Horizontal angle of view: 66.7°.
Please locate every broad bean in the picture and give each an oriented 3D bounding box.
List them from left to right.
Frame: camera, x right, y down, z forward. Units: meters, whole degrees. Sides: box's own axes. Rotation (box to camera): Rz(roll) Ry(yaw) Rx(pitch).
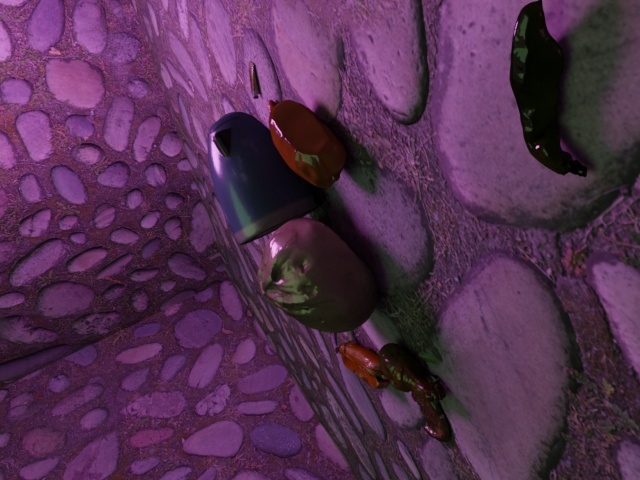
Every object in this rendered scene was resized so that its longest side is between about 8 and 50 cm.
[{"bbox_3d":[0.241,-0.157,0.532,0.061,0.046,0.195,3,123,57],"label":"broad bean"}]

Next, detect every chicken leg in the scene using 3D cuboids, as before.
[{"bbox_3d":[0.226,0.338,1.204,0.228,0.088,0.103,33,135,48],"label":"chicken leg"}]

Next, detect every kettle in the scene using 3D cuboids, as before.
[{"bbox_3d":[-0.177,-0.194,1.370,0.342,0.247,0.319,63,-164,0],"label":"kettle"}]

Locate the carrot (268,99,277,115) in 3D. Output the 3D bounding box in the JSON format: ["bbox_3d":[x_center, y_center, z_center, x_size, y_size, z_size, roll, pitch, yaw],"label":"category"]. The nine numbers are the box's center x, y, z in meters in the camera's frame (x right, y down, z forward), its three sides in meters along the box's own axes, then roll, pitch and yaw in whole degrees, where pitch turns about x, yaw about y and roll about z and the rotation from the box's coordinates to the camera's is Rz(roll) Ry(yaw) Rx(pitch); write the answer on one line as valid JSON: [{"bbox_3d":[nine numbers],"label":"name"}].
[{"bbox_3d":[-0.082,-0.261,1.264,0.271,0.062,0.066,55,165,29],"label":"carrot"}]

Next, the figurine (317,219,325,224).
[{"bbox_3d":[0.000,0.000,1.403,0.072,0.054,0.129,10,126,54],"label":"figurine"}]

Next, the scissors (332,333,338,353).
[{"bbox_3d":[0.042,0.276,1.601,0.133,0.020,0.187,94,171,-59],"label":"scissors"}]

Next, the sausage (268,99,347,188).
[{"bbox_3d":[-0.031,-0.215,1.092,0.241,0.120,0.136,51,173,34],"label":"sausage"}]

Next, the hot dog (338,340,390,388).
[{"bbox_3d":[0.134,0.377,1.514,0.269,0.072,0.109,21,132,63],"label":"hot dog"}]

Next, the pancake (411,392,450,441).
[{"bbox_3d":[0.278,0.447,1.290,0.190,0.020,0.184,57,162,21],"label":"pancake"}]

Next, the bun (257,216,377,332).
[{"bbox_3d":[-0.012,0.108,1.254,0.326,0.234,0.362,37,165,14],"label":"bun"}]

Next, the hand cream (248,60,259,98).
[{"bbox_3d":[-0.190,-0.451,1.373,0.035,0.022,0.102,-128,25,-47],"label":"hand cream"}]
